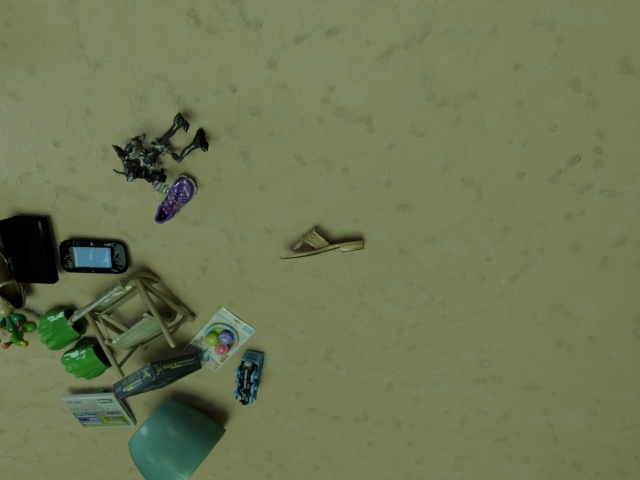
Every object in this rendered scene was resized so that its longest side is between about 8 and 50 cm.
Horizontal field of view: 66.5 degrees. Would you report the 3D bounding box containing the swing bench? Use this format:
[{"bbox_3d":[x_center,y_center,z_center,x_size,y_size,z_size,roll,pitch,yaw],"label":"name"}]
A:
[{"bbox_3d":[-0.585,0.246,1.517,0.253,0.165,0.254,-31,105,21],"label":"swing bench"}]

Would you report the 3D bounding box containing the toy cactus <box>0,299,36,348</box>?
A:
[{"bbox_3d":[-1.039,0.271,1.613,0.219,0.112,0.180,-9,101,34],"label":"toy cactus"}]

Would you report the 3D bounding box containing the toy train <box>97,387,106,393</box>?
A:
[{"bbox_3d":[-0.812,0.573,1.795,0.024,0.017,0.083,33,117,0],"label":"toy train"}]

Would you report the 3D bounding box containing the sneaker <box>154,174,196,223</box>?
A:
[{"bbox_3d":[-0.405,-0.106,1.356,0.068,0.071,0.170,34,116,-12],"label":"sneaker"}]

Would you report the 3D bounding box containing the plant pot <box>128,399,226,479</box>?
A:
[{"bbox_3d":[-0.512,0.699,1.687,0.235,0.293,0.293,41,116,3],"label":"plant pot"}]

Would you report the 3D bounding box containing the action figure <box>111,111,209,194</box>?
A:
[{"bbox_3d":[-0.435,-0.214,1.266,0.276,0.141,0.164,-29,123,18],"label":"action figure"}]

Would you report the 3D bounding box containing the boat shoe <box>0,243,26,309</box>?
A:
[{"bbox_3d":[-0.977,0.107,1.503,0.095,0.095,0.257,31,142,39],"label":"boat shoe"}]

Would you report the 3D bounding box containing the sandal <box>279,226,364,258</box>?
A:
[{"bbox_3d":[0.000,0.000,1.381,0.240,0.088,0.079,-7,86,2],"label":"sandal"}]

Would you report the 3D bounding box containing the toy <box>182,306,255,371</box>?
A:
[{"bbox_3d":[-0.338,0.341,1.596,0.137,0.056,0.237,38,115,-14],"label":"toy"}]

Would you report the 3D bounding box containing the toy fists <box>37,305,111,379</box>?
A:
[{"bbox_3d":[-0.825,0.346,1.634,0.142,0.096,0.279,-26,111,10],"label":"toy fists"}]

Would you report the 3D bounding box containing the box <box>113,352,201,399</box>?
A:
[{"bbox_3d":[-0.528,0.440,1.580,0.233,0.183,0.059,-32,70,32],"label":"box"}]

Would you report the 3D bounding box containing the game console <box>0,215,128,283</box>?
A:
[{"bbox_3d":[-0.765,0.033,1.469,0.362,0.044,0.213,2,115,-1],"label":"game console"}]

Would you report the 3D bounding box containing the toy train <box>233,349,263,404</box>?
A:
[{"bbox_3d":[-0.236,0.458,1.618,0.080,0.105,0.184,13,118,10],"label":"toy train"}]

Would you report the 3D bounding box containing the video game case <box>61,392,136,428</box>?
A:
[{"bbox_3d":[-0.818,0.631,1.806,0.213,0.023,0.193,-6,127,9],"label":"video game case"}]
